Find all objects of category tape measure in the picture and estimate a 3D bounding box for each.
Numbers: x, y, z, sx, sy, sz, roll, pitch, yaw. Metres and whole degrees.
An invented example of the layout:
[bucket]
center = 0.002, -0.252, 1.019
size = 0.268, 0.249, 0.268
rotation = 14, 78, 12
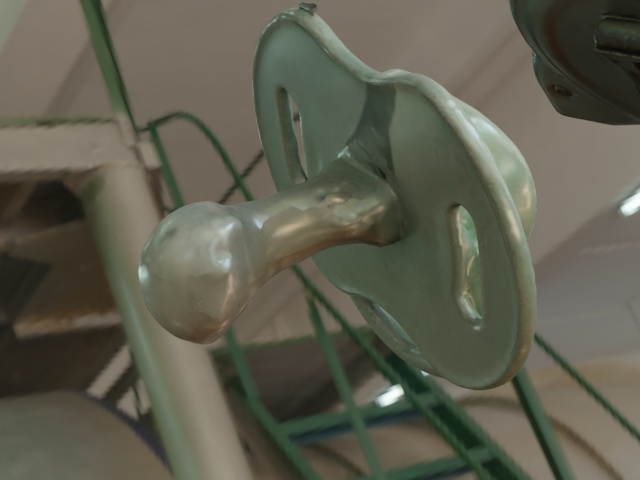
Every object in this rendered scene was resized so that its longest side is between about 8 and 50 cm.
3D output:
[tape measure]
center = 0.209, -0.073, 0.464
size = 0.330, 0.084, 0.164
rotation = 14, -13, 40

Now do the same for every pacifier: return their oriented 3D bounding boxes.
[pacifier]
center = 0.000, 0.000, 0.931
size = 0.269, 0.343, 0.288
rotation = -23, -56, -19
